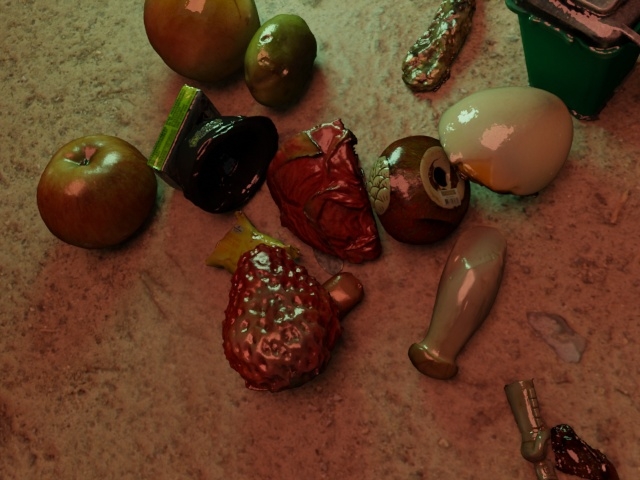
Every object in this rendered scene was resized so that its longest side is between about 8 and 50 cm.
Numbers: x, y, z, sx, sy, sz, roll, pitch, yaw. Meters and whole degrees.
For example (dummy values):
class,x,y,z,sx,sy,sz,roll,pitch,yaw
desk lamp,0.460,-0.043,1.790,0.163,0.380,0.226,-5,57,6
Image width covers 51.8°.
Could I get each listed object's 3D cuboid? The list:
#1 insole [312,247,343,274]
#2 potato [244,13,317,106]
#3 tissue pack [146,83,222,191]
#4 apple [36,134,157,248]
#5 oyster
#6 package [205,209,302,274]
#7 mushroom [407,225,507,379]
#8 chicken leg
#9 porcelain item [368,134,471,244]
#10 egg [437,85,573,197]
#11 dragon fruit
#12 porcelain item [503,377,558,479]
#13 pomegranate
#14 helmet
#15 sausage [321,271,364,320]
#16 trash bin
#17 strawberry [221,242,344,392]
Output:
class,x,y,z,sx,sy,sz,roll,pitch,yaw
insole,0.000,0.000,1.588,0.065,0.006,0.193,-33,64,4
potato,-0.099,-0.459,1.682,0.148,0.197,0.228,21,51,31
tissue pack,-0.346,-0.257,1.700,0.073,0.173,0.236,19,77,16
apple,-0.578,-0.135,1.691,0.277,0.250,0.309,-4,68,17
oyster,0.303,-0.526,1.644,0.128,0.078,0.345,23,83,32
package,-0.164,0.036,1.582,0.226,0.090,0.168,30,82,25
mushroom,0.297,0.125,1.388,0.128,0.128,0.350,25,85,24
chicken leg,0.513,0.439,1.246,0.205,0.053,0.093,48,114,32
porcelain item,0.201,-0.101,1.468,0.253,0.253,0.253,-6,70,16
egg,0.397,-0.235,1.381,0.286,0.174,0.264,3,54,-16
dragon fruit,0.054,-0.108,1.527,0.240,0.302,0.330,-27,75,-28
porcelain item,0.417,0.382,1.284,0.054,0.084,0.213,-6,67,-14
pomegranate,-0.318,-0.571,1.750,0.319,0.319,0.319,-6,70,16
helmet,-0.247,-0.210,1.629,0.160,0.230,0.279,30,70,34
sausage,-0.025,0.190,1.490,0.300,0.083,0.089,-43,64,-2
trash bin,0.565,-0.435,1.349,0.295,0.381,0.259,40,88,24
strawberry,-0.107,0.152,1.400,0.265,0.149,0.336,-24,65,9
